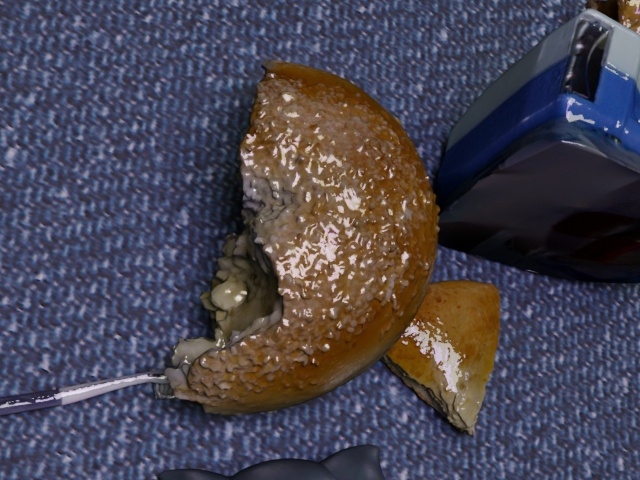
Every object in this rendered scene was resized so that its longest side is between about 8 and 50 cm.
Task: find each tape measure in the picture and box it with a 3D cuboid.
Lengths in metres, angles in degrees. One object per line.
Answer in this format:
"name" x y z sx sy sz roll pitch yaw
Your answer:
"tape measure" 0.255 -0.067 0.952 0.262 0.259 0.138 17 69 -15

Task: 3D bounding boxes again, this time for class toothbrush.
"toothbrush" -0.232 0.131 0.848 0.288 0.024 0.026 -5 90 -22

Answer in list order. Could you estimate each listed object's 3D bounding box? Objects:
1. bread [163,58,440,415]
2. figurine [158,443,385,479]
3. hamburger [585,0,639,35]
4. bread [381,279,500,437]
"bread" 0.003 0.004 0.881 0.192 0.171 0.314 16 71 -2
"figurine" -0.040 0.259 0.782 0.193 0.265 0.140 -7 101 3
"hamburger" 0.409 -0.196 1.134 0.262 0.124 0.131 4 92 -14
"bread" 0.123 0.086 0.976 0.154 0.054 0.136 48 62 -4
